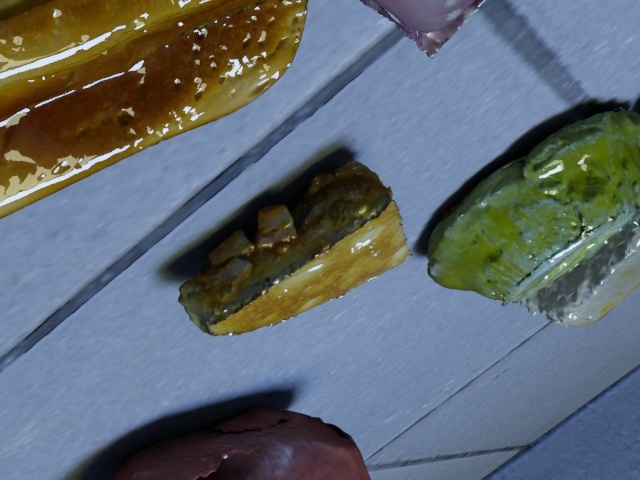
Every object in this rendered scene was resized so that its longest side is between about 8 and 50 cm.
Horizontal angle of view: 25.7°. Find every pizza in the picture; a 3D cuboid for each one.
[{"bbox_3d":[-0.001,0.000,0.821,0.175,0.046,0.134,-12,153,-52],"label":"pizza"}]

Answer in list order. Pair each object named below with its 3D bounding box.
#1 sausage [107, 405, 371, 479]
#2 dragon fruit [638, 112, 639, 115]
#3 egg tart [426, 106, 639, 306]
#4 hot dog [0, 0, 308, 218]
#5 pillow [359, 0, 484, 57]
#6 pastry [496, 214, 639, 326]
[{"bbox_3d":[-0.062,0.215,1.114,0.152,0.152,0.279,-43,162,26],"label":"sausage"},{"bbox_3d":[0.282,-0.081,1.066,0.116,0.086,0.081,-33,-158,27],"label":"dragon fruit"},{"bbox_3d":[0.170,-0.015,1.047,0.197,0.078,0.197,-30,164,-9],"label":"egg tart"},{"bbox_3d":[-0.104,-0.055,0.447,0.249,0.068,0.100,-27,151,-29],"label":"hot dog"},{"bbox_3d":[0.076,-0.153,0.566,0.185,0.043,0.118,-46,154,22],"label":"pillow"},{"bbox_3d":[0.258,-0.006,1.228,0.121,0.089,0.258,-2,142,-39],"label":"pastry"}]
